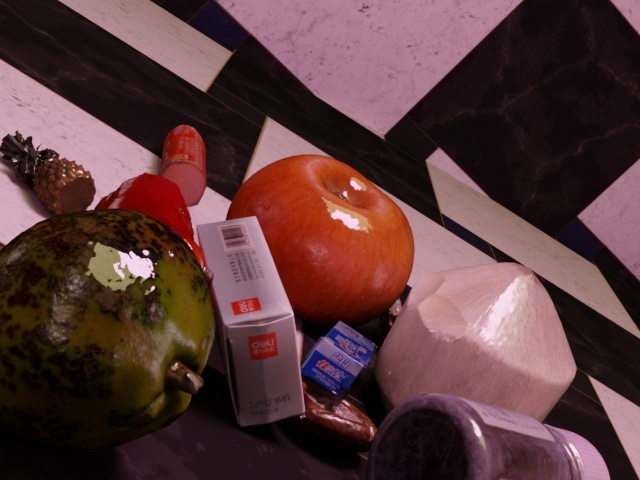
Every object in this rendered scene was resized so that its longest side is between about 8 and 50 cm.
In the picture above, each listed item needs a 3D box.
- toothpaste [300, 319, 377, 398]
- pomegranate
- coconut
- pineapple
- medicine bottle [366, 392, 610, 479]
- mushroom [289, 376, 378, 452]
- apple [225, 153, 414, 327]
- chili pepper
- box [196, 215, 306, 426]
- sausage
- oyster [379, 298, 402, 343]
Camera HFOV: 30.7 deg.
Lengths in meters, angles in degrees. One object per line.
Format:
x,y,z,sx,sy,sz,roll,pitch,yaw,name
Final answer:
0.026,0.144,1.457,0.066,0.053,0.272,36,4,4,toothpaste
-0.230,0.083,1.013,0.222,0.277,0.203,47,35,-63,pomegranate
0.204,0.147,1.506,0.237,0.265,0.237,26,24,-12,coconut
-0.351,-0.090,1.479,0.159,0.074,0.074,34,12,35,pineapple
0.193,0.269,1.299,0.273,0.165,0.165,22,19,-44,medicine bottle
0.011,0.205,1.331,0.123,0.052,0.123,32,8,-5,mushroom
0.000,0.000,1.664,0.272,0.206,0.252,41,19,21,apple
-0.189,0.039,1.268,0.131,0.134,0.338,-13,23,-8,chili pepper
-0.083,0.087,1.330,0.079,0.135,0.269,-10,26,-8,box
-0.218,-0.129,1.859,0.074,0.074,0.274,30,15,-15,sausage
0.172,0.164,1.750,0.214,0.083,0.223,40,4,2,oyster
